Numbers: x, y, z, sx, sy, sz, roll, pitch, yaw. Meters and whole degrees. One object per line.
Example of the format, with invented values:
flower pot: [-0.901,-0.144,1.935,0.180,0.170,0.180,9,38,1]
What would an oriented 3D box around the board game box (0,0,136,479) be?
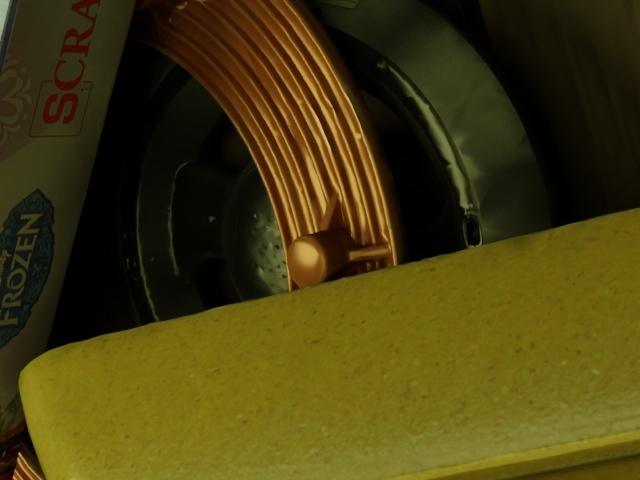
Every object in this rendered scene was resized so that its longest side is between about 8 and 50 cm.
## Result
board game box: [-0.222,-0.085,0.768,0.318,0.066,0.318,31,113,37]

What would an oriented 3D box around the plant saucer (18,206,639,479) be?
plant saucer: [0.070,0.173,0.626,0.333,0.081,0.332,-14,105,20]

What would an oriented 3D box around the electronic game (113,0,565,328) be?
electronic game: [0.000,0.000,0.715,0.229,0.048,0.229,9,105,36]

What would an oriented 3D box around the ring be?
ring: [-0.099,0.019,0.743,0.337,0.032,0.336,9,104,40]
